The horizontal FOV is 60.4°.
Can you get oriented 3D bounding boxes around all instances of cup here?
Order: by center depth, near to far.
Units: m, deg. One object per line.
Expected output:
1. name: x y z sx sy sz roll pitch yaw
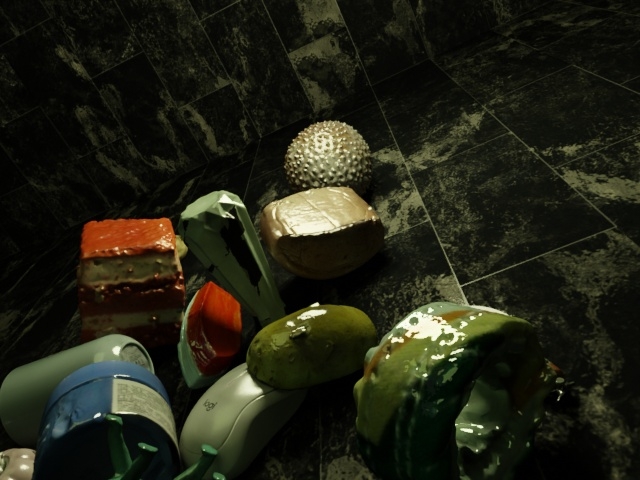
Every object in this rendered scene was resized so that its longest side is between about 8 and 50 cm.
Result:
1. cup: -0.571 0.354 1.324 0.311 0.206 0.206 -22 26 10

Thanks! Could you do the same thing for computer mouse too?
1. computer mouse: -0.157 0.321 1.072 0.184 0.121 0.297 3 40 49

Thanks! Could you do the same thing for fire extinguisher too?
1. fire extinguisher: 0.335 0.203 0.881 0.062 0.050 0.177 -14 22 -14

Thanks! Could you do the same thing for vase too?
1. vase: -0.186 0.063 1.298 0.165 0.360 0.165 -23 25 11

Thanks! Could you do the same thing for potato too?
1. potato: -0.010 0.188 1.084 0.271 0.111 0.160 -10 26 -20

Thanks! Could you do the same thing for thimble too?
1. thimble: 0.188 0.220 0.762 0.288 0.255 0.167 -28 24 -33

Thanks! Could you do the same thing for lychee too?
1. lychee: 0.037 -0.236 1.741 0.299 0.300 0.300 -22 26 11

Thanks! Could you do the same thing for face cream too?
1. face cream: -0.396 0.381 1.029 0.248 0.249 0.225 -34 21 -12

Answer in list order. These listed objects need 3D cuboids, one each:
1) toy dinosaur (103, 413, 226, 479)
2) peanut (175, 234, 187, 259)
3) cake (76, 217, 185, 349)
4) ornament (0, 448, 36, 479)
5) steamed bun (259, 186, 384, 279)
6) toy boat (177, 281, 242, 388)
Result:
1. toy dinosaur: -0.293 0.483 0.876 0.129 0.383 0.331 167 128 -82
2. peanut: -0.620 0.065 1.976 0.291 0.159 0.143 -43 3 -29
3. cake: -0.513 0.119 1.491 0.269 0.320 0.270 -5 20 -18
4. ornament: -0.646 0.517 1.137 0.177 0.178 0.178 -22 26 11
5. steamed bun: 0.000 0.000 1.432 0.300 0.199 0.252 -13 35 -18
6. toy boat: -0.280 0.239 1.335 0.133 0.145 0.332 -47 20 13
